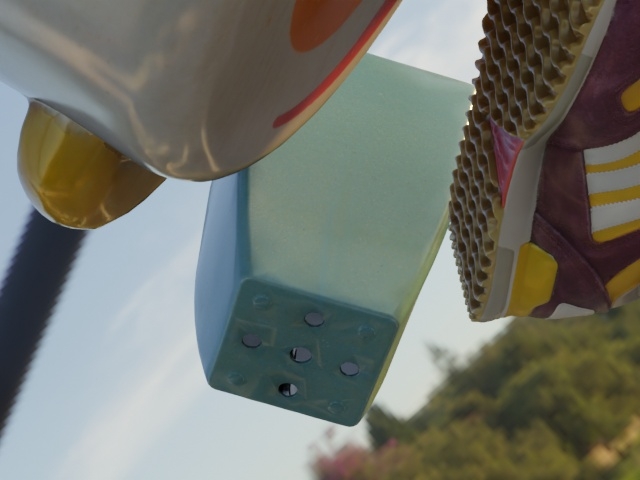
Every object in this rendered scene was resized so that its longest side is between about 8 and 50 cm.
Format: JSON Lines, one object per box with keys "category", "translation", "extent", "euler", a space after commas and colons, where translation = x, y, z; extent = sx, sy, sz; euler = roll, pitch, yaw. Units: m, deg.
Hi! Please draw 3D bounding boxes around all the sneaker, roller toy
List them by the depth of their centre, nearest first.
{"category": "roller toy", "translation": [-0.034, -0.119, 0.525], "extent": [0.209, 0.146, 0.191], "euler": [-53, -13, -22]}
{"category": "sneaker", "translation": [0.097, -0.044, 0.589], "extent": [0.084, 0.069, 0.185], "euler": [-3, -37, -12]}

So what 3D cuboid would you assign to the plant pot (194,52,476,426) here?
{"category": "plant pot", "translation": [0.000, 0.000, 1.240], "extent": [0.234, 0.165, 0.165], "euler": [-78, 6, -51]}
